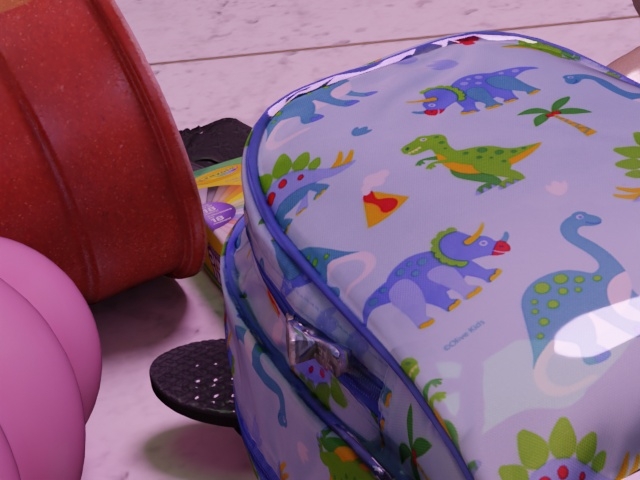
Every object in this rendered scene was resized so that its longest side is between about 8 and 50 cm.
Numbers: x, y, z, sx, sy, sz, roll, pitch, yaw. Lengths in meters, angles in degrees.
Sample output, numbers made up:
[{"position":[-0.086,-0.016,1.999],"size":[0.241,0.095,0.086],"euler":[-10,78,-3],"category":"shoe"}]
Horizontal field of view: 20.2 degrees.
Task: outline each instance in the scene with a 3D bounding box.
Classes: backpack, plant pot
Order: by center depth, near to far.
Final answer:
[{"position":[0.102,0.059,0.753],"size":[0.290,0.273,0.355],"euler":[-25,18,-16],"category":"backpack"},{"position":[-0.249,-0.037,1.041],"size":[0.265,0.272,0.272],"euler":[-29,31,-18],"category":"plant pot"}]

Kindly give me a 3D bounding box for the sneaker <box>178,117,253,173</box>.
[{"position":[-0.085,-0.053,1.224],"size":[0.170,0.051,0.089],"euler":[23,41,40],"category":"sneaker"}]

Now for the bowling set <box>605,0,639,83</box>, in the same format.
[{"position":[0.249,-0.052,1.011],"size":[0.154,0.287,0.200],"euler":[-32,76,-24],"category":"bowling set"}]

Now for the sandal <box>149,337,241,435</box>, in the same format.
[{"position":[-0.002,0.089,0.933],"size":[0.179,0.040,0.067],"euler":[7,34,2],"category":"sandal"}]

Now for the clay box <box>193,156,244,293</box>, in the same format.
[{"position":[0.000,0.000,1.082],"size":[0.127,0.053,0.222],"euler":[-17,26,-14],"category":"clay box"}]

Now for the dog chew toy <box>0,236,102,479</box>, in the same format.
[{"position":[-0.203,0.095,0.818],"size":[0.206,0.207,0.332],"euler":[-1,20,17],"category":"dog chew toy"}]
